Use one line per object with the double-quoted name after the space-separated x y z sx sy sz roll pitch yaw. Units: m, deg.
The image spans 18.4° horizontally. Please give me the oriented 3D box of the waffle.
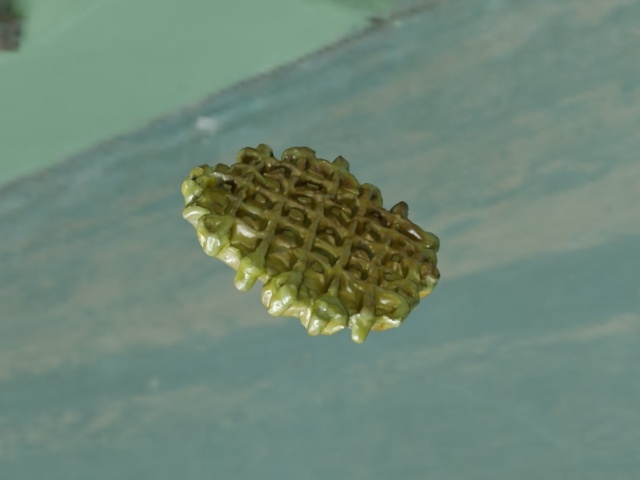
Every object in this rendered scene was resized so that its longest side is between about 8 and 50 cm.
-0.005 -0.002 1.283 0.191 0.191 0.038 57 130 40 "waffle"
